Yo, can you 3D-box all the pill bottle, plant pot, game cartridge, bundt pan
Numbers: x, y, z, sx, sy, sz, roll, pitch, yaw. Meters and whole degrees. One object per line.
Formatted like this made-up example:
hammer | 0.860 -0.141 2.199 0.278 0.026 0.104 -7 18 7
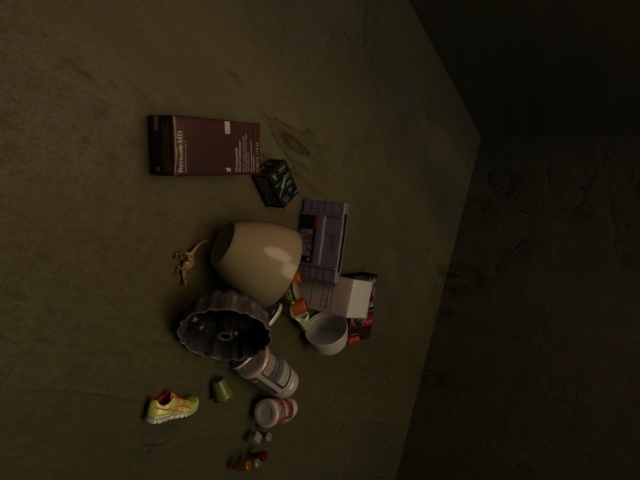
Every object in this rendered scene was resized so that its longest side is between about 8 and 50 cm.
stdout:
pill bottle | -0.189 0.747 2.096 0.216 0.121 0.121 26 75 -63
plant pot | -0.388 0.575 1.852 0.083 0.083 0.079 -31 109 -46
game cartridge | 0.000 0.000 2.120 0.068 0.230 0.354 5 92 -61
bundt pan | -0.335 0.292 1.697 0.124 0.331 0.330 -93 158 -44
pill bottle | -0.219 0.548 1.995 0.283 0.161 0.161 53 56 -44

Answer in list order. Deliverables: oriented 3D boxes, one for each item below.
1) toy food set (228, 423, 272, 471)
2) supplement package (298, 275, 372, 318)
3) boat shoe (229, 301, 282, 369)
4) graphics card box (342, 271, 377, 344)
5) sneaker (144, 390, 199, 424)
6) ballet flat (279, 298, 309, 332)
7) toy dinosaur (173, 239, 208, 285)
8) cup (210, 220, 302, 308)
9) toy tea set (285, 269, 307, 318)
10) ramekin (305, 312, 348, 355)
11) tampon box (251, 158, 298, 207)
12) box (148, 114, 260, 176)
toy food set | -0.294 0.889 2.043 0.111 0.105 0.232 56 32 -28
supplement package | 0.063 0.245 2.200 0.178 0.293 0.175 14 85 -54
boat shoe | -0.280 0.350 1.909 0.113 0.127 0.340 54 56 -27
graphics card box | 0.195 0.359 2.568 0.233 0.094 0.370 2 94 -53
sneaker | -0.513 0.572 1.675 0.209 0.082 0.094 2 93 -53
ballet flat | -0.097 0.337 2.171 0.248 0.086 0.086 53 55 -44
toy dinosaur | -0.468 0.064 1.675 0.183 0.053 0.092 -67 157 -7
cup | -0.260 0.058 1.754 0.237 0.331 0.331 28 73 -31
toy tea set | -0.155 0.167 2.018 0.200 0.124 0.335 29 48 -78
ramekin | 0.034 0.452 2.286 0.207 0.207 0.109 -49 142 -36
tampon box | -0.183 -0.232 1.938 0.120 0.102 0.161 -51 133 -35
box | -0.382 -0.319 1.629 0.381 0.143 0.191 -12 106 -50
